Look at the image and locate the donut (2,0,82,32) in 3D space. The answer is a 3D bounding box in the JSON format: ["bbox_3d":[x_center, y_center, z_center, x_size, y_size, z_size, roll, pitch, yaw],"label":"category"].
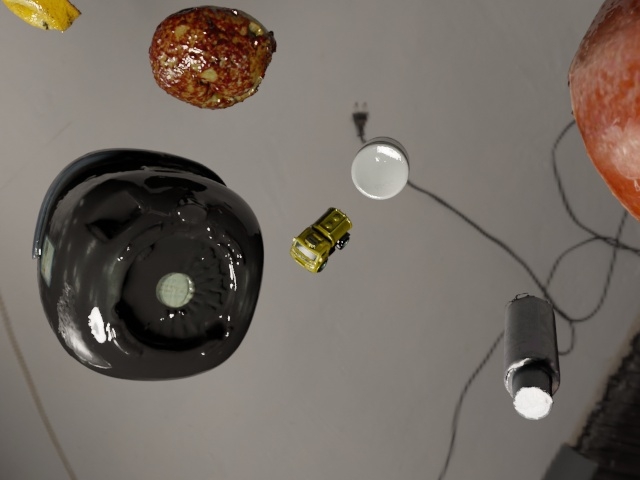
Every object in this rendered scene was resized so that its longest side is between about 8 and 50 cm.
[{"bbox_3d":[-0.349,-0.293,1.108,0.097,0.108,0.043,36,79,-30],"label":"donut"}]

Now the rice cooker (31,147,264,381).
[{"bbox_3d":[-0.198,0.026,1.038,0.267,0.224,0.267,-7,106,-25],"label":"rice cooker"}]

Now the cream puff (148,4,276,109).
[{"bbox_3d":[-0.121,-0.200,1.019,0.149,0.149,0.084,4,68,-30],"label":"cream puff"}]

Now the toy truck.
[{"bbox_3d":[0.000,0.000,1.159,0.049,0.054,0.083,38,55,12],"label":"toy truck"}]

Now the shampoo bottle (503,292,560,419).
[{"bbox_3d":[0.258,0.142,1.105,0.072,0.072,0.214,61,21,-15],"label":"shampoo bottle"}]

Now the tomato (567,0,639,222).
[{"bbox_3d":[0.356,-0.110,0.590,0.339,0.144,0.338,0,91,-2],"label":"tomato"}]

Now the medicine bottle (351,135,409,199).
[{"bbox_3d":[0.063,-0.077,0.936,0.058,0.091,0.058,1,101,6],"label":"medicine bottle"}]
